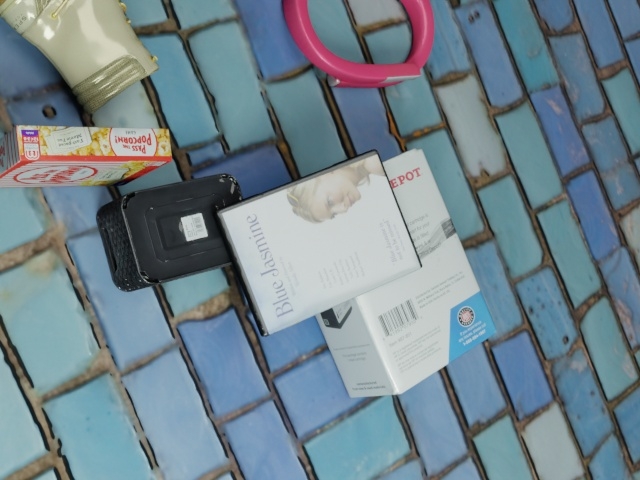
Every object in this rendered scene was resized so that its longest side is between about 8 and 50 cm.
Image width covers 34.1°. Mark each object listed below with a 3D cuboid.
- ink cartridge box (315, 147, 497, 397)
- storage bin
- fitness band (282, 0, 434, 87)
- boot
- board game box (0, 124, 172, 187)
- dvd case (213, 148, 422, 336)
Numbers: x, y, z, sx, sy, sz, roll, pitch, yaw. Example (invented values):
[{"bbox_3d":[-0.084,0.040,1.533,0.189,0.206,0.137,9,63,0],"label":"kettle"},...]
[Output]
[{"bbox_3d":[0.096,0.047,1.552,0.223,0.129,0.307,-26,95,-35],"label":"ink cartridge box"},{"bbox_3d":[-0.190,-0.011,1.390,0.180,0.084,0.122,-15,89,-36],"label":"storage bin"},{"bbox_3d":[0.068,-0.349,1.668,0.291,0.054,0.209,-7,82,-37],"label":"fitness band"},{"bbox_3d":[-0.276,-0.311,1.384,0.203,0.095,0.262,51,58,-16],"label":"boot"},{"bbox_3d":[-0.304,-0.102,1.290,0.193,0.147,0.045,-3,82,-35],"label":"board game box"},{"bbox_3d":[0.000,0.000,1.416,0.253,0.022,0.180,-23,94,-20],"label":"dvd case"}]
